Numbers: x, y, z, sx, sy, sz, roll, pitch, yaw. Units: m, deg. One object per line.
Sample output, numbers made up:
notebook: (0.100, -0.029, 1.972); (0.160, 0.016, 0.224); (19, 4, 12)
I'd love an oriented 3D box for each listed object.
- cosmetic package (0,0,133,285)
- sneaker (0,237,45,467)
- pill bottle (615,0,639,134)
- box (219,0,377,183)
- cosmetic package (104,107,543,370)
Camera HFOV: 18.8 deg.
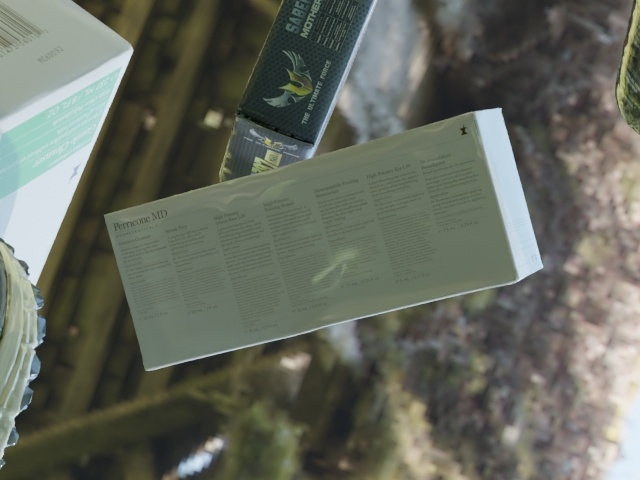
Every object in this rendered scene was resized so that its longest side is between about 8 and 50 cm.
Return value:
cosmetic package: (-0.320, -0.034, 1.620); (0.197, 0.155, 0.365); (-40, 161, -51)
sneaker: (-0.221, 0.097, 0.933); (0.110, 0.122, 0.283); (-34, -144, 43)
pill bottle: (0.315, -0.191, 1.540); (0.245, 0.130, 0.130); (93, 1, -52)
box: (0.003, -0.150, 1.277); (0.183, 0.059, 0.232); (121, -10, -77)
cosmetic package: (0.000, 0.000, 1.121); (0.239, 0.060, 0.099); (-14, -87, 23)
